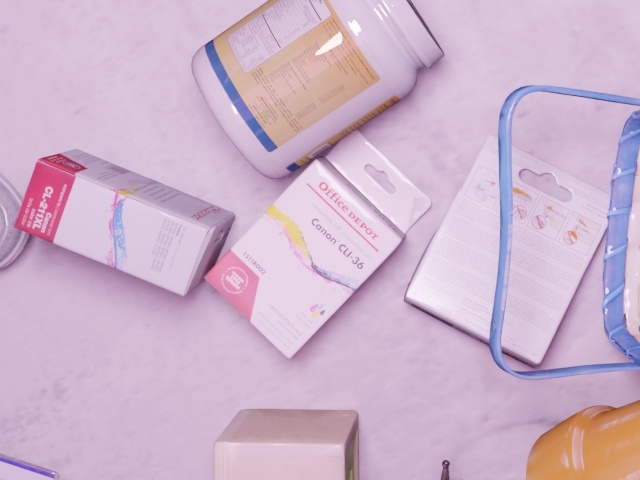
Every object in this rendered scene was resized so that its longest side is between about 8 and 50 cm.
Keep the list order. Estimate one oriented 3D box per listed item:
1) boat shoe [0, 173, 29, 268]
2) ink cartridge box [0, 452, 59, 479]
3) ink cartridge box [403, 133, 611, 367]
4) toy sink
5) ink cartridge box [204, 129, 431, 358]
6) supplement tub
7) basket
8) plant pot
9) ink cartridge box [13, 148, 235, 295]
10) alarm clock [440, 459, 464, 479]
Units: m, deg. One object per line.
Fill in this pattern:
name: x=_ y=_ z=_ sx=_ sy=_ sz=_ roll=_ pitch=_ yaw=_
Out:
boat shoe: x=-0.433 y=-0.069 z=1.522 sx=0.320 sy=0.103 sz=0.118 roll=33 pitch=99 yaw=3
ink cartridge box: x=-0.432 y=0.324 z=1.583 sx=0.303 sy=0.072 sz=0.307 roll=18 pitch=96 yaw=6
ink cartridge box: x=0.181 y=0.010 z=1.497 sx=0.145 sy=0.045 sz=0.179 roll=27 pitch=80 yaw=4
toy sink: x=-0.024 y=0.289 z=1.485 sx=0.131 sy=0.153 sz=0.234 roll=0 pitch=95 yaw=7
ink cartridge box: x=0.000 y=0.000 z=1.494 sx=0.115 sy=0.067 sz=0.198 roll=43 pitch=99 yaw=1
supplement tub: x=-0.002 y=-0.164 z=1.439 sx=0.199 sy=0.144 sz=0.144 roll=-33 pitch=91 yaw=9
basket: x=0.291 y=-0.008 z=1.381 sx=0.289 sy=0.201 sz=0.255 roll=0 pitch=97 yaw=-9
plant pot: x=0.319 y=0.214 z=1.378 sx=0.188 sy=0.205 sz=0.205 roll=-40 pitch=90 yaw=34
ink cartridge box: x=-0.182 y=-0.019 z=1.484 sx=0.175 sy=0.127 sz=0.072 roll=22 pitch=99 yaw=5
alarm clock: x=0.099 y=0.313 z=1.493 sx=0.129 sy=0.064 sz=0.192 roll=40 pitch=78 yaw=-22
